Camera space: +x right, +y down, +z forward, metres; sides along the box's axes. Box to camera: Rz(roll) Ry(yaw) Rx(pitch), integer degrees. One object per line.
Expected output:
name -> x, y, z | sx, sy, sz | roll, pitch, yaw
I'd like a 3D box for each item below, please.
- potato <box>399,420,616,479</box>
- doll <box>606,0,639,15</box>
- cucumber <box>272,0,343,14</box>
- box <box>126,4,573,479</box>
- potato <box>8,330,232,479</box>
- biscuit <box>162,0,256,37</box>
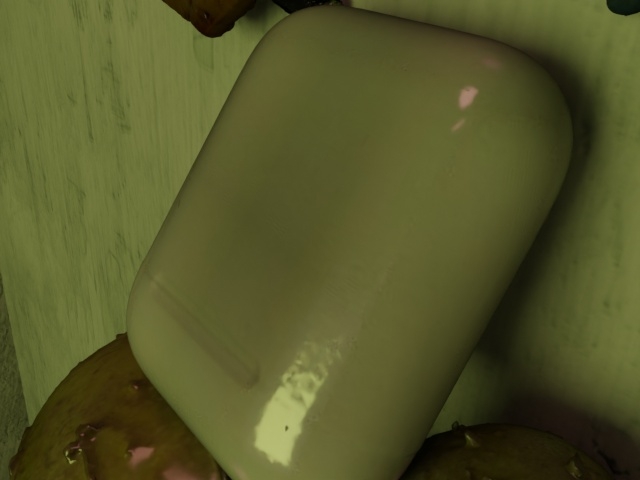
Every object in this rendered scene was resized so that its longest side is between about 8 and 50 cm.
potato -> 0.116, 0.295, 0.501 | 0.359, 0.219, 0.269 | 118, 137, -54
doll -> 0.202, -0.159, 0.337 | 0.125, 0.037, 0.027 | -36, 74, 52
cucumber -> -0.034, -0.239, 0.624 | 0.163, 0.043, 0.039 | 51, 180, 39
box -> 0.001, 0.000, 0.495 | 0.289, 0.141, 0.349 | 32, 96, 42
potato -> -0.200, 0.301, 0.699 | 0.442, 0.319, 0.385 | 106, 141, -77
biscuit -> -0.109, -0.379, 0.628 | 0.359, 0.046, 0.359 | 20, 115, 52
